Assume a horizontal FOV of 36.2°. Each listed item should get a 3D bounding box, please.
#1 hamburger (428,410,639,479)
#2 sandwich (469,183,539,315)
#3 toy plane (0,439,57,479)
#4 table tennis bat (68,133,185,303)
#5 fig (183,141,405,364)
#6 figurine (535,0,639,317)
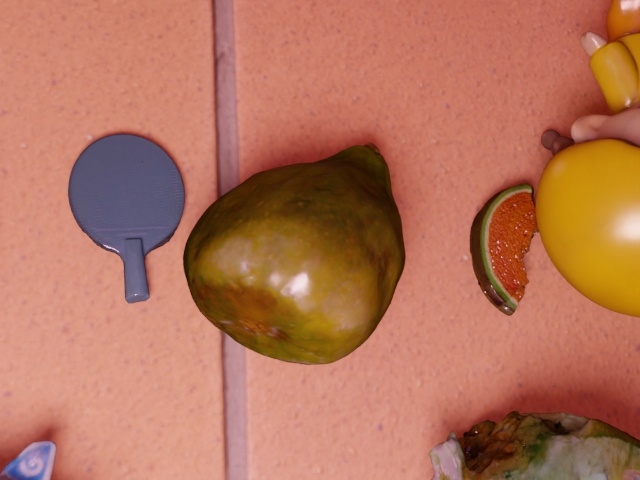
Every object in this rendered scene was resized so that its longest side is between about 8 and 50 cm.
[{"bbox_3d":[0.215,0.243,0.785,0.288,0.192,0.168,36,72,-2],"label":"hamburger"},{"bbox_3d":[0.176,0.001,0.945,0.067,0.029,0.135,23,63,-15],"label":"sandwich"},{"bbox_3d":[-0.285,0.194,0.641,0.266,0.122,0.267,6,78,-31],"label":"toy plane"},{"bbox_3d":[-0.164,-0.022,0.844,0.100,0.019,0.155,-3,69,-20],"label":"table tennis bat"},{"bbox_3d":[-0.010,0.014,0.822,0.167,0.167,0.233,50,26,5],"label":"fig"},{"bbox_3d":[0.328,-0.085,0.952,0.215,0.187,0.344,20,56,0],"label":"figurine"}]
